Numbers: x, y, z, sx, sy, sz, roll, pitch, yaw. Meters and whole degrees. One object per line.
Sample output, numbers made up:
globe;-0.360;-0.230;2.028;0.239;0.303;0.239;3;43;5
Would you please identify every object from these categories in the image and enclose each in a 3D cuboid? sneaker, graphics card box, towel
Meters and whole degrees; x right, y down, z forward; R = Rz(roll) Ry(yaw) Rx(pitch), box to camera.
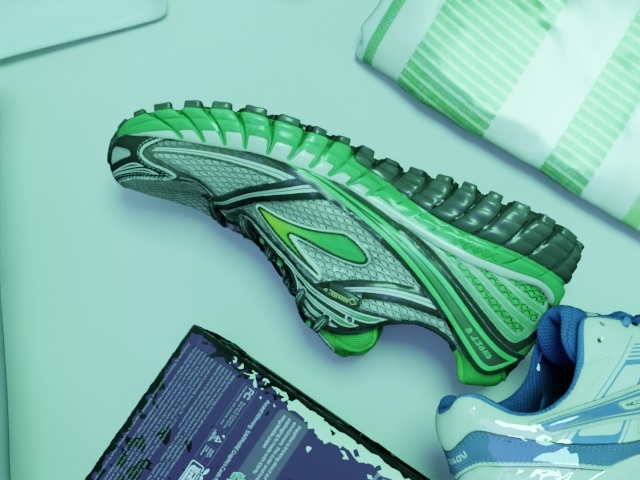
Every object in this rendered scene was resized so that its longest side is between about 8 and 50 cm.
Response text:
sneaker;0.211;0.083;0.547;0.297;0.112;0.131;-29;86;-18
graphics card box;0.000;0.255;0.598;0.371;0.094;0.232;32;84;8
sneaker;0.000;0.000;0.607;0.344;0.134;0.146;22;90;8
towel;0.218;-0.160;0.639;0.325;0.038;0.247;32;91;8

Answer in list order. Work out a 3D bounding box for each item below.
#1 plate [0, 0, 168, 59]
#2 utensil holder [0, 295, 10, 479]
plate;-0.288;-0.269;0.645;0.278;0.045;0.277;-14;126;4
utensil holder;-0.370;0.053;0.556;0.328;0.327;0.385;-8;84;7
